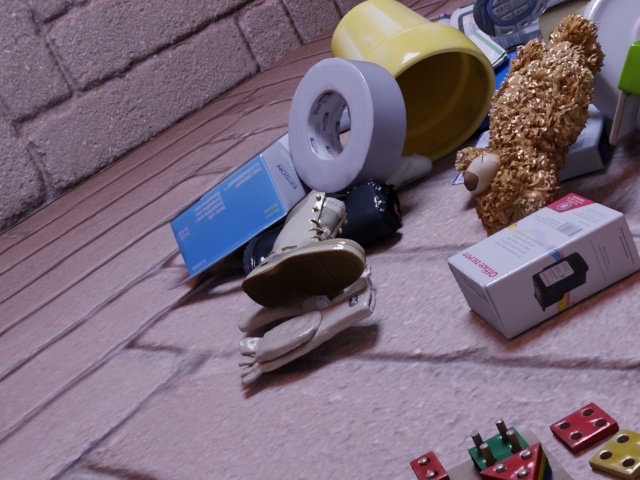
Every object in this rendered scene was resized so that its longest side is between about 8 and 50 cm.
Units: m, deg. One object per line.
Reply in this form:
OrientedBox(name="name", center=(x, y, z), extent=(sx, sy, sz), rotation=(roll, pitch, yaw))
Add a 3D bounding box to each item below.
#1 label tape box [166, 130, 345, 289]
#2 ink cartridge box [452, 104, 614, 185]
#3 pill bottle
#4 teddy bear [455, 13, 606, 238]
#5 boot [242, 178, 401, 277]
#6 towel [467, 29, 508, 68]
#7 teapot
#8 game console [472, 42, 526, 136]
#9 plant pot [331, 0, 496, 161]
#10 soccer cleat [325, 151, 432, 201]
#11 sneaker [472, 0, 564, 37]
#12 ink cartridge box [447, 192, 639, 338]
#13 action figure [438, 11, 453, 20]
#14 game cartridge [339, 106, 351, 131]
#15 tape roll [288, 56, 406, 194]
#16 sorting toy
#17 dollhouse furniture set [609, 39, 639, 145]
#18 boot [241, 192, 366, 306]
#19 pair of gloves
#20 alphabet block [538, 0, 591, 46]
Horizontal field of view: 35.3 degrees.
OrientedBox(name="label tape box", center=(-0.128, -0.072, 1.758), extent=(0.249, 0.115, 0.348), rotation=(-33, 6, 34))
OrientedBox(name="ink cartridge box", center=(0.334, -0.140, 1.538), extent=(0.224, 0.045, 0.223), rotation=(-15, 21, 30))
OrientedBox(name="pill bottle", center=(0.376, -0.441, 2.145), extent=(0.283, 0.161, 0.161), rotation=(-15, 21, 31))
OrientedBox(name="teddy bear", center=(0.268, -0.155, 1.324), extent=(0.338, 0.113, 0.245), rotation=(-62, 24, -10))
OrientedBox(name="boot", center=(0.010, -0.007, 1.526), extent=(0.207, 0.094, 0.246), rotation=(-22, 11, 23))
OrientedBox(name="towel", center=(0.268, -0.318, 1.880), extent=(0.152, 0.023, 0.113), rotation=(-43, 41, 8))
OrientedBox(name="teapot", center=(0.489, -0.259, 1.436), extent=(0.252, 0.256, 0.187), rotation=(-47, -19, 3))
OrientedBox(name="game console", center=(0.294, -0.254, 1.951), extent=(0.293, 0.173, 0.250), rotation=(-16, 51, 29))
OrientedBox(name="plant pot", center=(0.140, -0.296, 1.774), extent=(0.254, 0.254, 0.239), rotation=(-28, 51, -7))
OrientedBox(name="soccer cleat", center=(0.100, -0.094, 1.723), extent=(0.196, 0.068, 0.076), rotation=(-14, 60, 2))
OrientedBox(name="sneaker", center=(0.366, -0.418, 1.578), extent=(0.297, 0.111, 0.129), rotation=(-24, 13, 3))
OrientedBox(name="ink cartridge box", center=(0.250, 0.026, 1.142), extent=(0.175, 0.072, 0.127), rotation=(-28, 18, -5))
OrientedBox(name="action figure", center=(0.387, -0.498, 2.404), extent=(0.185, 0.099, 0.285), rotation=(-20, 21, -10))
OrientedBox(name="game cartridge", center=(0.099, -0.337, 2.412), extent=(0.198, 0.062, 0.297), rotation=(-18, 19, 10))
OrientedBox(name="tape roll", center=(0.039, -0.183, 1.628), extent=(0.072, 0.219, 0.219), rotation=(-2, 0, -38))
OrientedBox(name="sorting toy", center=(0.144, 0.202, 0.836), extent=(0.275, 0.046, 0.132), rotation=(-26, 18, -2))
OrientedBox(name="dollhouse furniture set", center=(0.511, -0.132, 1.164), extent=(0.302, 0.151, 0.198), rotation=(24, 31, 30))
OrientedBox(name="boot", center=(0.000, 0.000, 1.364), extent=(0.213, 0.077, 0.165), rotation=(-20, 30, 45))
OrientedBox(name="pair of gloves", center=(-0.017, 0.102, 1.345), extent=(0.204, 0.042, 0.240), rotation=(-26, 14, 6))
OrientedBox(name="alphabet block", center=(0.496, -0.331, 1.629), extent=(0.197, 0.192, 0.193), rotation=(-11, 21, 36))
